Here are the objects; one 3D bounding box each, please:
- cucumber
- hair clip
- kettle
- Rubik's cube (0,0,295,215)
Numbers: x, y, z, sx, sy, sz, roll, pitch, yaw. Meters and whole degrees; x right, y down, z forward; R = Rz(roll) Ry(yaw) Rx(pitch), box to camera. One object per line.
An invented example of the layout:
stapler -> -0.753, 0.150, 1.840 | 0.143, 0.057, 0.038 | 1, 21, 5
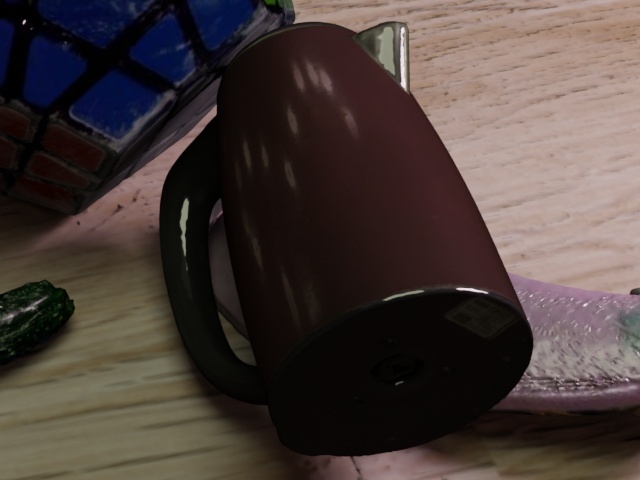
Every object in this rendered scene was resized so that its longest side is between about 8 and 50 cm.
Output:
cucumber -> -0.243, 0.077, 0.930 | 0.256, 0.043, 0.044 | -23, 58, -32
hair clip -> 0.077, 0.045, 1.012 | 0.358, 0.110, 0.095 | 17, 3, 12
kettle -> 0.000, 0.000, 0.960 | 0.144, 0.202, 0.232 | 23, 36, -40
Rubik's cube -> -0.168, -0.176, 1.046 | 0.319, 0.319, 0.264 | -8, 19, -19
